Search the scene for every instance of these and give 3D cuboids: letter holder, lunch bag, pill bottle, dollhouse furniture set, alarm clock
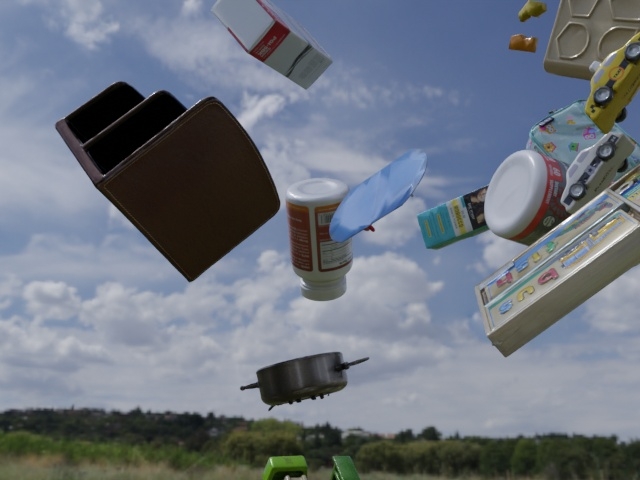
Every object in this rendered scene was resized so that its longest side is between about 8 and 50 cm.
[{"bbox_3d":[-0.213,-0.111,1.100,0.214,0.152,0.302,-38,-32,-6],"label":"letter holder"},{"bbox_3d":[0.694,-0.236,1.867,0.224,0.279,0.108,-30,-27,-3],"label":"lunch bag"},{"bbox_3d":[0.588,-0.063,1.663,0.363,0.210,0.210,16,-24,-18],"label":"pill bottle"},{"bbox_3d":[-0.001,0.589,1.425,0.198,0.151,0.301,4,23,-19],"label":"dollhouse furniture set"},{"bbox_3d":[-0.010,0.197,1.028,0.192,0.064,0.129,-25,-19,31],"label":"alarm clock"},{"bbox_3d":[0.000,0.000,1.349,0.121,0.216,0.121,-3,25,1],"label":"pill bottle"}]

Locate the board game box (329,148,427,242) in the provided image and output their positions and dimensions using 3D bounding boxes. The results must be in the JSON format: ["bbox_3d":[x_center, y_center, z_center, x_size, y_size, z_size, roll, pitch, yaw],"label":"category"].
[{"bbox_3d":[0.085,-0.050,0.956,0.169,0.133,0.033,-33,-65,30],"label":"board game box"}]

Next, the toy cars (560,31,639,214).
[{"bbox_3d":[0.550,-0.222,1.397,0.177,0.087,0.393,-24,-45,-26],"label":"toy cars"}]

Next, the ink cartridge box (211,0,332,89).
[{"bbox_3d":[-0.060,-0.262,0.915,0.056,0.099,0.135,-46,-29,16],"label":"ink cartridge box"}]

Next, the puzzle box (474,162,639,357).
[{"bbox_3d":[0.450,0.019,1.231,0.409,0.052,0.272,-40,6,14],"label":"puzzle box"}]

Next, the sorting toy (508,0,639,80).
[{"bbox_3d":[0.537,-0.450,1.462,0.041,0.228,0.307,-3,20,-39],"label":"sorting toy"}]

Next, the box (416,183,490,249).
[{"bbox_3d":[0.377,-0.061,1.844,0.244,0.100,0.060,-24,-18,34],"label":"box"}]
